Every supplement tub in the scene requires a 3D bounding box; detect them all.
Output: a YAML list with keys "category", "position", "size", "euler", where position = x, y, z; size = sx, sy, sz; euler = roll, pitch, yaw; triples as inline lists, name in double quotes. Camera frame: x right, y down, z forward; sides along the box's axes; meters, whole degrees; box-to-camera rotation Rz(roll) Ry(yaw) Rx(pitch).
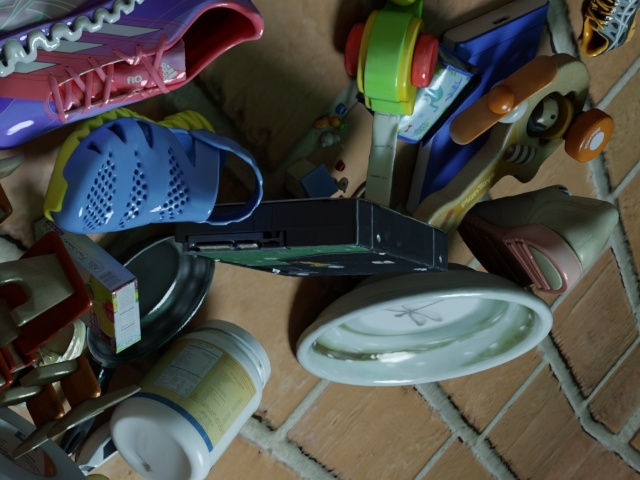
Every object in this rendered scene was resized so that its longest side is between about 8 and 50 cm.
- category: "supplement tub"
  position: [-0.166, 0.211, 1.622]
  size: [0.199, 0.144, 0.144]
  euler: [-51, 157, -44]

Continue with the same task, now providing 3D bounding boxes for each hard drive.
- category: "hard drive"
  position: [0.236, -0.200, 1.876]
  size: [0.210, 0.040, 0.318]
  euler: [-29, 143, -35]
- category: "hard drive"
  position: [0.000, 0.000, 1.552]
  size: [0.339, 0.237, 0.064]
  euler: [14, 75, -65]

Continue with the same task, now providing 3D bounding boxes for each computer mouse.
- category: "computer mouse"
  position: [-0.305, 0.282, 1.632]
  size: [0.193, 0.042, 0.106]
  euler: [-35, 178, -38]

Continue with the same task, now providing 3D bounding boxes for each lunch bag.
- category: "lunch bag"
  position: [0.147, -0.199, 1.687]
  size: [0.129, 0.096, 0.151]
  euler: [-48, 155, 18]

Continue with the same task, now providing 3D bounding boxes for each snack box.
- category: "snack box"
  position: [-0.255, 0.045, 1.351]
  size: [0.037, 0.141, 0.100]
  euler: [-32, 145, -33]

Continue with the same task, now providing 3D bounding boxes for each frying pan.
- category: "frying pan"
  position: [-0.233, 0.119, 1.558]
  size: [0.197, 0.053, 0.326]
  euler: [-17, 138, -46]

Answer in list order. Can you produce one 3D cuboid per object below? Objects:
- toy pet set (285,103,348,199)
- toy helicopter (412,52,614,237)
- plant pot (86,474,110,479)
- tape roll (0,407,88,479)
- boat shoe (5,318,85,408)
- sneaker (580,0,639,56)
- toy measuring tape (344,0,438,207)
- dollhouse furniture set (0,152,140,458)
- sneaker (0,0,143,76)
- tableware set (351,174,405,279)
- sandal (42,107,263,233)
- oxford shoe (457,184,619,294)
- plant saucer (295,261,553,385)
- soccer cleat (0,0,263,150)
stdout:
- category: "toy pet set"
  position: [0.013, -0.097, 1.650]
  size: [0.114, 0.065, 0.122]
  euler: [-36, 147, -26]
- category: "toy helicopter"
  position: [0.263, -0.135, 1.809]
  size: [0.355, 0.140, 0.235]
  euler: [-46, 149, -6]
- category: "plant pot"
  position: [-0.315, 0.407, 1.714]
  size: [0.134, 0.095, 0.134]
  euler: [-36, 147, -28]
- category: "tape roll"
  position: [-0.357, 0.250, 1.356]
  size: [0.072, 0.219, 0.219]
  euler: [-52, 151, 2]
- category: "boat shoe"
  position: [-0.325, 0.144, 1.456]
  size: [0.135, 0.050, 0.045]
  euler: [-58, 156, 11]
- category: "sneaker"
  position: [0.461, -0.371, 1.965]
  size: [0.083, 0.084, 0.215]
  euler: [-37, 149, -16]
- category: "toy measuring tape"
  position: [0.080, -0.172, 1.565]
  size: [0.121, 0.121, 0.330]
  euler: [-12, 115, -49]
- category: "dollhouse furniture set"
  position: [-0.304, 0.074, 1.235]
  size: [0.135, 0.262, 0.259]
  euler: [-23, 173, -44]
- category: "sneaker"
  position: [-0.256, -0.223, 1.103]
  size: [0.236, 0.095, 0.104]
  euler: [-32, 116, -22]
- category: "tableware set"
  position: [0.088, -0.017, 1.870]
  size: [0.128, 0.039, 0.194]
  euler: [-44, 150, -14]
- category: "sandal"
  position: [-0.165, -0.066, 1.310]
  size: [0.317, 0.138, 0.126]
  euler: [-24, 140, -59]
- category: "oxford shoe"
  position: [0.328, -0.013, 1.911]
  size: [0.146, 0.397, 0.140]
  euler: [-39, 108, -10]
- category: "plant saucer"
  position: [0.157, 0.119, 1.933]
  size: [0.401, 0.100, 0.400]
  euler: [-6, 156, -3]
- category: "soccer cleat"
  position: [-0.200, -0.175, 1.210]
  size: [0.318, 0.116, 0.108]
  euler: [-36, 146, -26]
